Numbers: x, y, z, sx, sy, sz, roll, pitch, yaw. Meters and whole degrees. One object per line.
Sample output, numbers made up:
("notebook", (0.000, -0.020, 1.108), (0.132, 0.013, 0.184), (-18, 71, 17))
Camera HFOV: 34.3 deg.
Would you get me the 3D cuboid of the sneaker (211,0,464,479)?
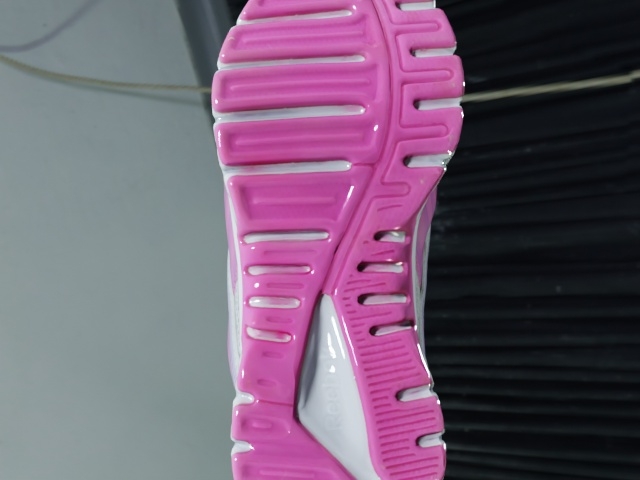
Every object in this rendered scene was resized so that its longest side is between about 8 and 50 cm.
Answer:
("sneaker", (0.000, 0.000, 0.451), (0.102, 0.111, 0.252), (5, 83, -5))
